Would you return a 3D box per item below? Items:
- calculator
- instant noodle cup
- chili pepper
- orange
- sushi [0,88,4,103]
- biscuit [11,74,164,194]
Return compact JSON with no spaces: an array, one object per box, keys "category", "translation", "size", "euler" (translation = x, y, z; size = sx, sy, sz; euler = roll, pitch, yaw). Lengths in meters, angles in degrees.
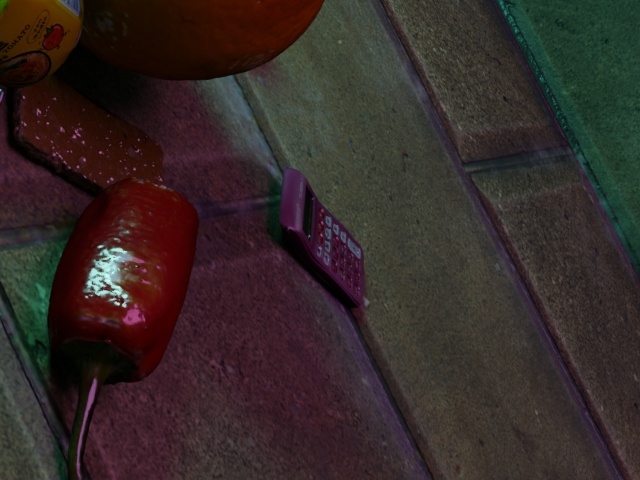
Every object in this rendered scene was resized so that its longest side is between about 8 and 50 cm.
[{"category":"calculator","translation":[0.000,0.000,2.017],"size":[0.190,0.034,0.126],"euler":[49,27,-33]},{"category":"instant noodle cup","translation":[-0.337,-0.243,1.518],"size":[0.144,0.182,0.182],"euler":[31,37,-60]},{"category":"chili pepper","translation":[-0.207,0.072,1.468],"size":[0.134,0.131,0.338],"euler":[39,34,-20]},{"category":"orange","translation":[-0.174,-0.375,1.672],"size":[0.326,0.424,0.424],"euler":[-37,98,-38]},{"category":"sushi","translation":[-0.413,-0.045,1.172],"size":[0.212,0.215,0.227],"euler":[32,58,-36]},{"category":"biscuit","translation":[-0.259,-0.107,1.670],"size":[0.231,0.025,0.131],"euler":[35,37,-42]}]
